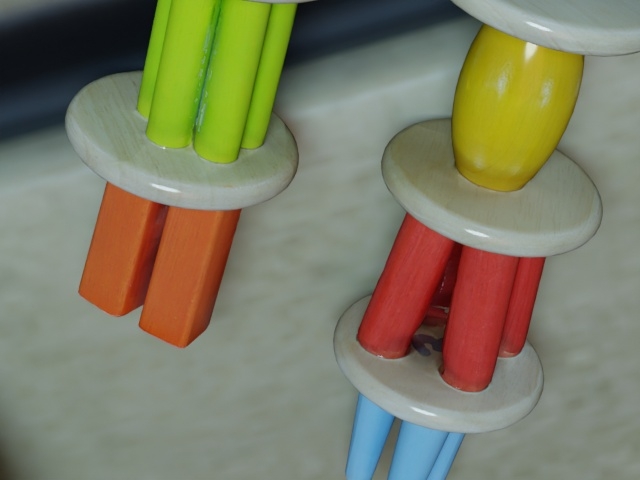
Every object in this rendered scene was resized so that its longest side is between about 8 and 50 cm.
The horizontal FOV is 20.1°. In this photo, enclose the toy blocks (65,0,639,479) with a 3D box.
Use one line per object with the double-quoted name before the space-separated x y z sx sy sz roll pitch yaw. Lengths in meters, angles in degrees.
"toy blocks" 0.000 0.000 0.414 0.123 0.054 0.148 8 121 -11
